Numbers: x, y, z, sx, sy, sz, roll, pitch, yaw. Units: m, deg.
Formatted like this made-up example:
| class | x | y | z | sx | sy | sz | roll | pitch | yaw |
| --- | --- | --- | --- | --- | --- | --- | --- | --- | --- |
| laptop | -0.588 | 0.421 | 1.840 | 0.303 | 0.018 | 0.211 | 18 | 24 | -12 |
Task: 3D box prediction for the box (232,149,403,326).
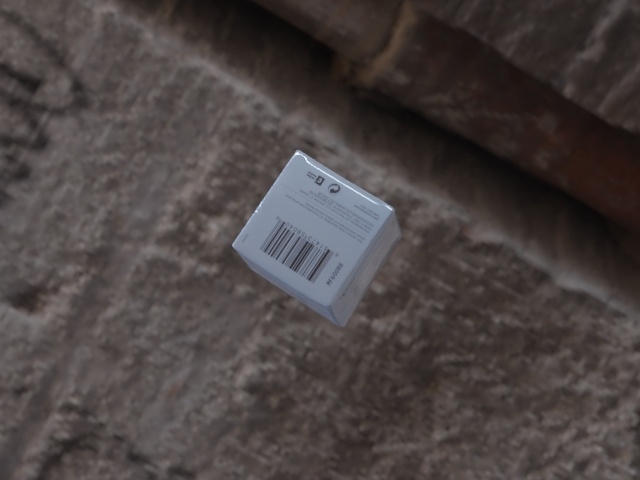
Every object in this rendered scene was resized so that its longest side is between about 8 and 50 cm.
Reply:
| class | x | y | z | sx | sy | sz | roll | pitch | yaw |
| --- | --- | --- | --- | --- | --- | --- | --- | --- | --- |
| box | 0.000 | 0.000 | 1.137 | 0.102 | 0.101 | 0.087 | -56 | -16 | -9 |
